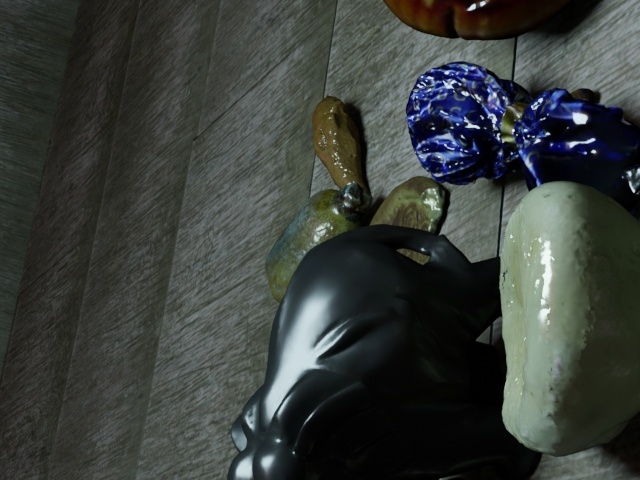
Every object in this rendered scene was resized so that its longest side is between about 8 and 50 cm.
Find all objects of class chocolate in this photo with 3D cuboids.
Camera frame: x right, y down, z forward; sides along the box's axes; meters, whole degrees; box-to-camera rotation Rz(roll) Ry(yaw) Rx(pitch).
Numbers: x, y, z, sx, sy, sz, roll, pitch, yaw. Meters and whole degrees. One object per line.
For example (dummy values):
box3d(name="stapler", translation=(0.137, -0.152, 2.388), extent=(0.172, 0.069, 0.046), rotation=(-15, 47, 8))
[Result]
box3d(name="chocolate", translation=(0.202, -0.096, 1.515), extent=(0.148, 0.126, 0.343), rotation=(-34, 22, -14))

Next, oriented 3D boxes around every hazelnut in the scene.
box3d(name="hazelnut", translation=(0.160, -0.293, 1.633), extent=(0.229, 0.229, 0.229), rotation=(-49, 32, 46))

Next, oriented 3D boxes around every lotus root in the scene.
box3d(name="lotus root", translation=(0.000, 0.000, 1.954), extent=(0.192, 0.088, 0.113), rotation=(-52, 23, 41))

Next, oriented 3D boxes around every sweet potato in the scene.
box3d(name="sweet potato", translation=(0.023, -0.117, 2.025), extent=(0.068, 0.060, 0.206), rotation=(81, 173, -49))

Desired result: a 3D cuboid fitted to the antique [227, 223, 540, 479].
box3d(name="antique", translation=(0.058, 0.144, 1.493), extent=(0.185, 0.255, 0.322), rotation=(-19, 59, 61))

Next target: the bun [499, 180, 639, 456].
box3d(name="bun", translation=(0.216, 0.063, 1.331), extent=(0.231, 0.133, 0.231), rotation=(180, 90, -88))

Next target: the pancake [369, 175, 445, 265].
box3d(name="pancake", translation=(0.083, 0.039, 1.805), extent=(0.212, 0.029, 0.235), rotation=(-54, 27, 42))
